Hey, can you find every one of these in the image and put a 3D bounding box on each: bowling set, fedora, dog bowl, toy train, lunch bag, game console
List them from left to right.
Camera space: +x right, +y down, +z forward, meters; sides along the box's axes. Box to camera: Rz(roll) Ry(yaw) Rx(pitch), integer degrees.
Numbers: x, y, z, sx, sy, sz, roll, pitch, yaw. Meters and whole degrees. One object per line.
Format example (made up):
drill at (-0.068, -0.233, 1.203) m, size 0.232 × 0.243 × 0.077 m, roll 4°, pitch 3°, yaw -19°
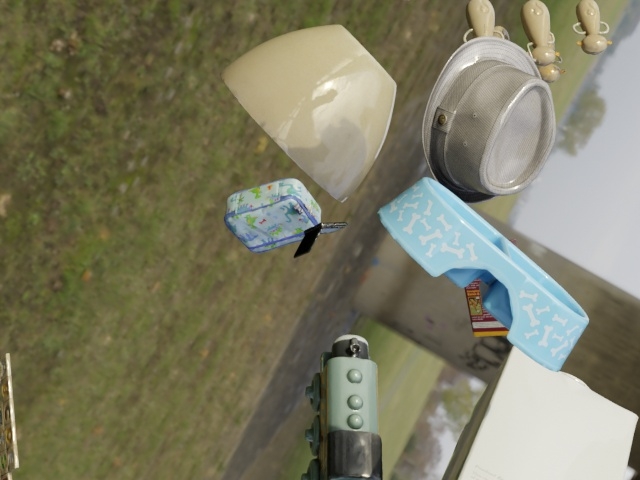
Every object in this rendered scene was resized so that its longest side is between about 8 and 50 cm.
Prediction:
lunch bag at (-0.115, -0.058, 2.487) m, size 0.176 × 0.219 × 0.090 m, roll 54°, pitch 29°, yaw -45°
game console at (0.000, 0.000, 2.362) m, size 0.122 × 0.107 × 0.071 m, roll 158°, pitch -71°, yaw -68°
toy train at (0.048, 0.336, 1.799) m, size 0.190 × 0.142 × 0.334 m, roll 109°, pitch -14°, yaw -54°
dog bowl at (0.204, 0.034, 1.213) m, size 0.074 × 0.297 × 0.166 m, roll -50°, pitch -177°, yaw 14°
fedora at (0.292, -0.182, 1.592) m, size 0.124 × 0.243 × 0.275 m, roll 31°, pitch -81°, yaw 57°
bowling set at (0.416, -0.365, 1.970) m, size 0.200 × 0.287 × 0.154 m, roll 90°, pitch -1°, yaw -60°

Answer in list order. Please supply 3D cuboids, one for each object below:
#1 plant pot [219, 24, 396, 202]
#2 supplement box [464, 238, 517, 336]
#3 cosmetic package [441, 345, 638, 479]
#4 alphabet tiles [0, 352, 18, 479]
plant pot at (0.008, -0.226, 1.565) m, size 0.191 × 0.284 × 0.284 m, roll -43°, pitch 173°, yaw 7°
supplement box at (0.363, 0.099, 2.065) m, size 0.081 × 0.104 × 0.188 m, roll -19°, pitch 100°, yaw -53°
cosmetic package at (0.283, 0.340, 1.358) m, size 0.385 × 0.217 × 0.156 m, roll -46°, pitch 164°, yaw -55°
alphabet tiles at (-0.572, 0.337, 1.743) m, size 0.009 × 0.237 × 0.198 m, roll 3°, pitch 158°, yaw -36°
